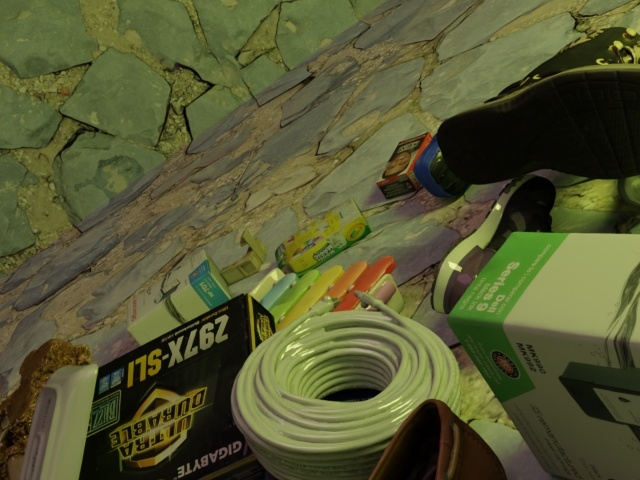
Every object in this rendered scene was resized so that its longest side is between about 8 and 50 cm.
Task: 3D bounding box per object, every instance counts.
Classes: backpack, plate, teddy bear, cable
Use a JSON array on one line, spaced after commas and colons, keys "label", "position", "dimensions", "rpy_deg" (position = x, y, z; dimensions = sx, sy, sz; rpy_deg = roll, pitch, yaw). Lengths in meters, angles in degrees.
[{"label": "backpack", "position": [0.215, -0.130, 1.372], "dimensions": [0.120, 0.098, 0.101], "rpy_deg": [-56, 18, -16]}, {"label": "plate", "position": [-0.379, 0.307, 1.142], "dimensions": [0.277, 0.045, 0.278], "rpy_deg": [-20, 59, 63]}, {"label": "teddy bear", "position": [-0.512, 0.334, 1.490], "dimensions": [0.245, 0.113, 0.338], "rpy_deg": [-38, 29, 12]}, {"label": "cable", "position": [0.028, 0.172, 0.922], "dimensions": [0.257, 0.089, 0.257], "rpy_deg": [-27, 32, -30]}]

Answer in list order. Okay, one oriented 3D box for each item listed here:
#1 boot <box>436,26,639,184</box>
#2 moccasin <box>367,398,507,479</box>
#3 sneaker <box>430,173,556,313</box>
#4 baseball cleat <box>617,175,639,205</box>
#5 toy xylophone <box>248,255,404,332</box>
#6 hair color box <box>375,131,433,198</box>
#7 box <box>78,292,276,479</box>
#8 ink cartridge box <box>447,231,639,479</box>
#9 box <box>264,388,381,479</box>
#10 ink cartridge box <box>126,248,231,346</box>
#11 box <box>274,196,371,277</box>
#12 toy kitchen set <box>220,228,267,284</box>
[{"label": "boot", "position": [0.366, -0.187, 1.055], "dimensions": [0.284, 0.138, 0.377], "rpy_deg": [-34, 15, -33]}, {"label": "moccasin", "position": [0.039, 0.298, 0.683], "dimensions": [0.139, 0.147, 0.380], "rpy_deg": [-6, 36, 51]}, {"label": "sneaker", "position": [0.259, 0.020, 1.038], "dimensions": [0.124, 0.107, 0.283], "rpy_deg": [20, 44, 29]}, {"label": "baseball cleat", "position": [0.424, -0.103, 1.067], "dimensions": [0.206, 0.072, 0.109], "rpy_deg": [-38, 13, -30]}, {"label": "toy xylophone", "position": [-0.020, 0.128, 1.200], "dimensions": [0.323, 0.081, 0.236], "rpy_deg": [-8, 35, 49]}, {"label": "hair color box", "position": [0.163, -0.141, 1.531], "dimensions": [0.072, 0.043, 0.141], "rpy_deg": [-16, 29, 37]}, {"label": "box", "position": [-0.200, 0.248, 1.117], "dimensions": [0.322, 0.079, 0.257], "rpy_deg": [-27, 43, 19]}, {"label": "ink cartridge box", "position": [0.274, 0.108, 0.642], "dimensions": [0.121, 0.211, 0.289], "rpy_deg": [-45, 24, -25]}, {"label": "box", "position": [0.008, 0.240, 0.937], "dimensions": [0.136, 0.036, 0.225], "rpy_deg": [-9, 28, 6]}, {"label": "ink cartridge box", "position": [-0.275, 0.119, 1.587], "dimensions": [0.191, 0.082, 0.139], "rpy_deg": [-34, 22, -1]}, {"label": "box", "position": [0.000, 0.000, 1.485], "dimensions": [0.179, 0.043, 0.105], "rpy_deg": [-31, 23, 5]}, {"label": "toy kitchen set", "position": [-0.160, 0.027, 1.623], "dimensions": [0.075, 0.068, 0.083], "rpy_deg": [-25, 24, 24]}]
